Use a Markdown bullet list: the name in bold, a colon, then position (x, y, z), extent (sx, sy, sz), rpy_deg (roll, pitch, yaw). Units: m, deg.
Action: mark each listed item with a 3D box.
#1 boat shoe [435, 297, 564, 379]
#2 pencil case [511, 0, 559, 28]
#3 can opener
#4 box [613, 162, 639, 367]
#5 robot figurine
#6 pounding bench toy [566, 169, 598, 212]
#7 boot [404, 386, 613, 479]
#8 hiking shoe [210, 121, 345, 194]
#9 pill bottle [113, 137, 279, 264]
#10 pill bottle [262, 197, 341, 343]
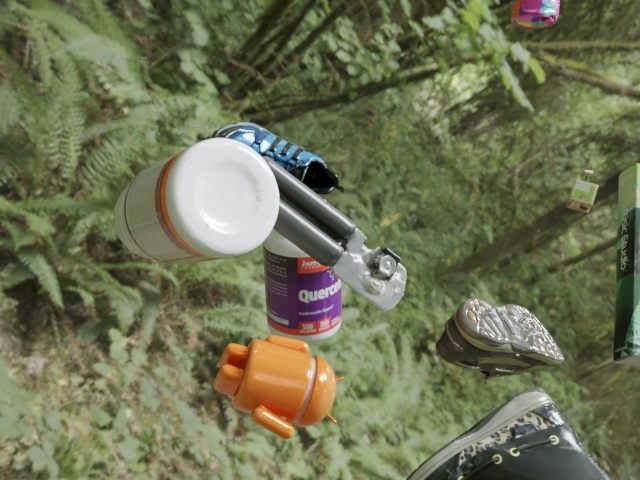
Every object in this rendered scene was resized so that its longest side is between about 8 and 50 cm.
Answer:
- **boat shoe**: position (0.357, 0.208, 1.518), extent (0.355, 0.130, 0.132), rpy_deg (21, 37, -39)
- **pencil case**: position (0.453, -0.560, 1.547), extent (0.104, 0.104, 0.236), rpy_deg (-4, 101, -73)
- **can opener**: position (0.000, 0.000, 1.024), extent (0.283, 0.076, 0.095), rpy_deg (37, -24, -18)
- **box**: position (0.571, 0.056, 1.157), extent (0.232, 0.058, 0.322), rpy_deg (15, 65, -9)
- **robot figurine**: position (-0.069, 0.247, 1.289), extent (0.219, 0.128, 0.158), rpy_deg (17, 11, -9)
- **pounding bench toy**: position (0.602, -0.114, 1.717), extent (0.052, 0.083, 0.065), rpy_deg (18, -10, 15)
- **boot**: position (0.195, 0.282, 0.768), extent (0.178, 0.236, 0.085), rpy_deg (48, -10, 36)
- **hiking shoe**: position (-0.086, -0.161, 1.508), extent (0.304, 0.113, 0.132), rpy_deg (6, 16, -44)
- **pill bottle**: position (-0.146, -0.035, 0.826), extent (0.121, 0.121, 0.221), rpy_deg (53, -27, -16)
- **pill bottle**: position (-0.041, 0.066, 1.747), extent (0.181, 0.181, 0.323), rpy_deg (-88, 177, -65)
